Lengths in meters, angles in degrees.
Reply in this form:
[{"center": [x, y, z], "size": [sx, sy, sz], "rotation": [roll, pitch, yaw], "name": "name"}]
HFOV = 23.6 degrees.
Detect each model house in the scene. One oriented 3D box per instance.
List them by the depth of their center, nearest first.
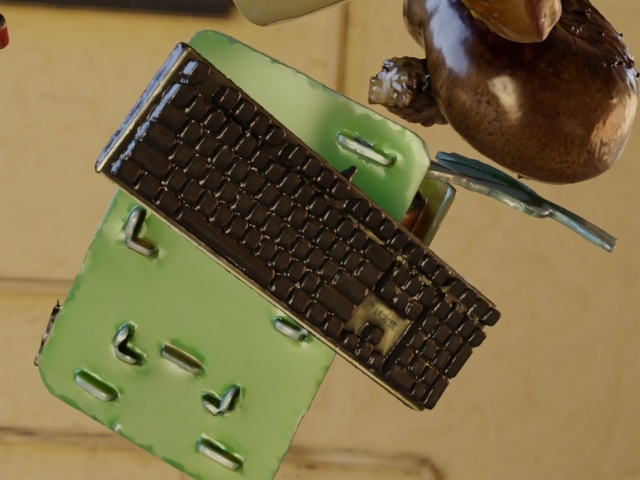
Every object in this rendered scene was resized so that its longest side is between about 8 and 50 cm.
[{"center": [0.026, 0.037, 1.225], "size": [0.340, 0.300, 0.323], "rotation": [28, 12, 12], "name": "model house"}]

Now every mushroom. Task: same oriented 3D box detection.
[{"center": [0.190, -0.180, 1.530], "size": [0.278, 0.163, 0.297], "rotation": [0, 43, -25], "name": "mushroom"}]

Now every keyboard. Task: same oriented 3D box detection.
[{"center": [0.000, 0.000, 0.975], "size": [0.317, 0.106, 0.027], "rotation": [38, -6, -35], "name": "keyboard"}]

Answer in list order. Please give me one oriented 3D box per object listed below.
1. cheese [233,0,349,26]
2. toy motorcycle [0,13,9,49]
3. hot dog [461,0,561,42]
[{"center": [0.067, -0.278, 1.214], "size": [0.243, 0.123, 0.265], "rotation": [-28, 7, 29], "name": "cheese"}, {"center": [-0.254, -0.172, 0.733], "size": [0.272, 0.123, 0.182], "rotation": [1, -26, 1], "name": "toy motorcycle"}, {"center": [0.095, -0.192, 0.787], "size": [0.072, 0.115, 0.269], "rotation": [25, -11, 21], "name": "hot dog"}]
